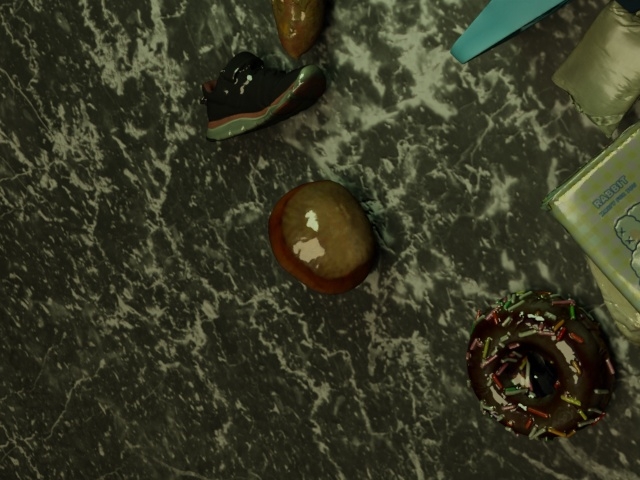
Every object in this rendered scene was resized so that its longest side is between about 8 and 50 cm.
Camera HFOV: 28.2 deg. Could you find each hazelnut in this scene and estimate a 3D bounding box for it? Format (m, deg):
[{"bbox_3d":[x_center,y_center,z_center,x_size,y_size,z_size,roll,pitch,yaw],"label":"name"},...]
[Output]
[{"bbox_3d":[0.000,0.000,2.244,0.214,0.176,0.214,46,151,35],"label":"hazelnut"}]

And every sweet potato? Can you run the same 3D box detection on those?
[{"bbox_3d":[-0.030,-0.494,2.117,0.109,0.109,0.385,17,112,28],"label":"sweet potato"}]

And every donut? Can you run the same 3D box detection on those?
[{"bbox_3d":[0.360,0.213,2.125,0.269,0.103,0.270,14,115,32],"label":"donut"}]

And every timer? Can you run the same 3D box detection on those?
[{"bbox_3d":[0.323,-0.348,1.851,0.091,0.232,0.250,50,128,4],"label":"timer"}]

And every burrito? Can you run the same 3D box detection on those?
[{"bbox_3d":[0.469,0.046,2.012,0.082,0.059,0.275,-18,98,51],"label":"burrito"}]

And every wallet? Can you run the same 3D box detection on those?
[{"bbox_3d":[0.511,-0.009,1.921,0.223,0.077,0.309,-43,90,17],"label":"wallet"}]

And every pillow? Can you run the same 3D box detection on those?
[{"bbox_3d":[0.443,-0.265,1.896,0.134,0.078,0.181,45,125,12],"label":"pillow"}]

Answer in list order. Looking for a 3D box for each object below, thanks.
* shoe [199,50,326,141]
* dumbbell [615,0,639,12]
[{"bbox_3d":[-0.108,-0.271,2.253,0.291,0.114,0.137,-17,92,41],"label":"shoe"},{"bbox_3d":[0.512,-0.313,1.695,0.325,0.144,0.160,34,147,-27],"label":"dumbbell"}]
